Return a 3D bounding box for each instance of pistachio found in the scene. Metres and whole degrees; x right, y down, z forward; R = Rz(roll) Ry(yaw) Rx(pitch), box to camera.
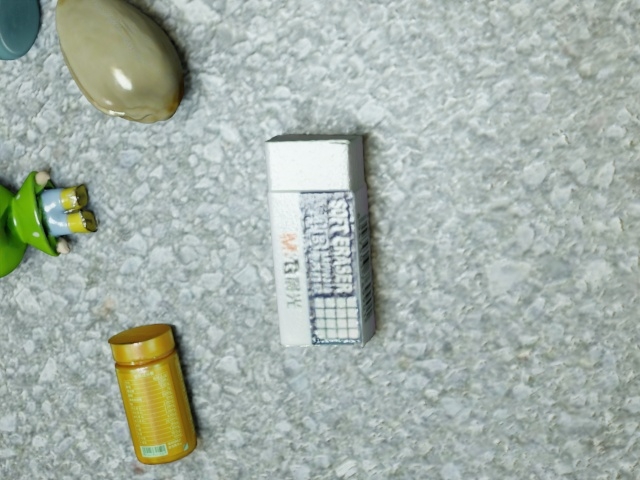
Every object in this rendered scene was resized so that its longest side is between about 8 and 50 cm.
[{"bbox_3d":[-0.272,-0.249,1.419,0.144,0.144,0.215,-39,85,23],"label":"pistachio"}]

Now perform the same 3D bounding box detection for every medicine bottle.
[{"bbox_3d":[-0.248,0.228,1.558,0.096,0.096,0.192,-7,103,19],"label":"medicine bottle"}]

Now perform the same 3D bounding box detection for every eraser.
[{"bbox_3d":[0.000,0.000,1.423,0.130,0.086,0.287,1,105,16],"label":"eraser"}]

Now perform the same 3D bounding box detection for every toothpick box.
[{"bbox_3d":[-0.502,-0.322,1.476,0.184,0.120,0.120,10,107,18],"label":"toothpick box"}]

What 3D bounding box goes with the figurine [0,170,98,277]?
[{"bbox_3d":[-0.467,-0.026,1.542,0.263,0.143,0.162,-10,107,9],"label":"figurine"}]
